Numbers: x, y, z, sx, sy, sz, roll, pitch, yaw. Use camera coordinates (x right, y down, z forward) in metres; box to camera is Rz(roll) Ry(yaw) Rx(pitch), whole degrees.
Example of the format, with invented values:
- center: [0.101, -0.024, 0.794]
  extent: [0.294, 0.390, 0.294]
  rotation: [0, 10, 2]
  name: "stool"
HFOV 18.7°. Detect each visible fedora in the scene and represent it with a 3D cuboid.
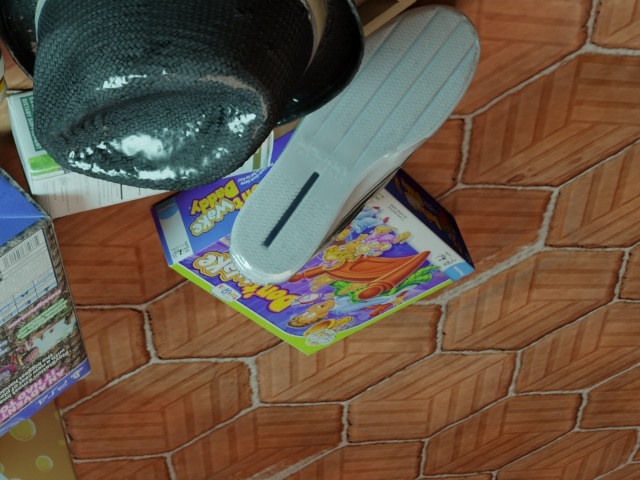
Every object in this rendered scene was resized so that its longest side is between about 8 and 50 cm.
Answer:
- center: [-0.134, -0.142, 1.634]
  extent: [0.334, 0.152, 0.334]
  rotation: [8, 143, 6]
  name: "fedora"

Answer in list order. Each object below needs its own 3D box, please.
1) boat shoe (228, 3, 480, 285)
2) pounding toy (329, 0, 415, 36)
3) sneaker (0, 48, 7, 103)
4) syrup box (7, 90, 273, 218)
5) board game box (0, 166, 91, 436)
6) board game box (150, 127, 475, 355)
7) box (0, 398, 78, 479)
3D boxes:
- center: [0.024, -0.098, 1.917]
  extent: [0.335, 0.121, 0.119]
  rotation: [-47, -179, -5]
  name: "boat shoe"
- center: [0.001, -0.266, 1.673]
  extent: [0.181, 0.094, 0.206]
  rotation: [24, 136, -40]
  name: "pounding toy"
- center: [-0.370, -0.141, 1.703]
  extent: [0.185, 0.069, 0.084]
  rotation: [-19, 144, -14]
  name: "sneaker"
- center: [-0.171, -0.104, 1.857]
  extent: [0.237, 0.093, 0.096]
  rotation: [-14, 151, -11]
  name: "syrup box"
- center: [-0.374, 0.080, 1.897]
  extent: [0.232, 0.141, 0.291]
  rotation: [-37, 152, -21]
  name: "board game box"
- center: [0.000, 0.000, 2.167]
  extent: [0.233, 0.078, 0.347]
  rotation: [-28, 151, 15]
  name: "board game box"
- center: [-0.394, 0.348, 2.244]
  extent: [0.215, 0.345, 0.168]
  rotation: [-3, 147, -30]
  name: "box"
